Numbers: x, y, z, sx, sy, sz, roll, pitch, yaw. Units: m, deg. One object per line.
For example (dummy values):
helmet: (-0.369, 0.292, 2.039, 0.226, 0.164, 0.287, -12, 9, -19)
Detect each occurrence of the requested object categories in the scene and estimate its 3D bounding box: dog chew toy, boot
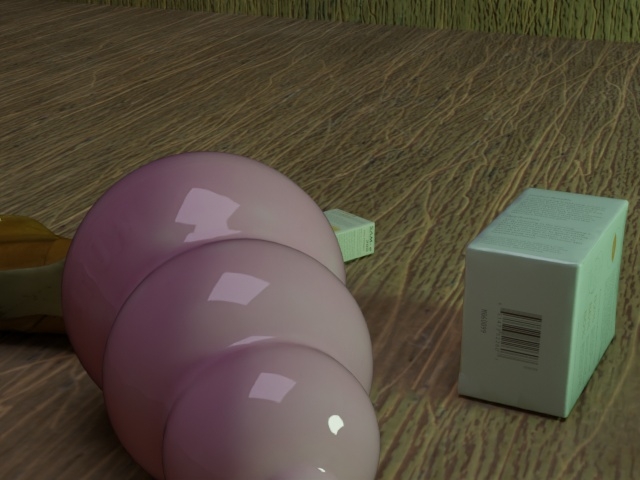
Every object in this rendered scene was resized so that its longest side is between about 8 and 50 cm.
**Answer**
dog chew toy: (-0.060, 0.076, 0.753, 0.206, 0.207, 0.332, -5, 29, -16)
boot: (-0.231, 0.019, 1.014, 0.295, 0.104, 0.211, -10, 23, -17)

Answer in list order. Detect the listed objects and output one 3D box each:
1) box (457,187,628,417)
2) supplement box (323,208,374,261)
box: (0.184, 0.044, 0.925, 0.091, 0.130, 0.170, 9, 21, 24)
supplement box: (0.000, 0.000, 1.168, 0.098, 0.036, 0.062, -16, 26, -37)
